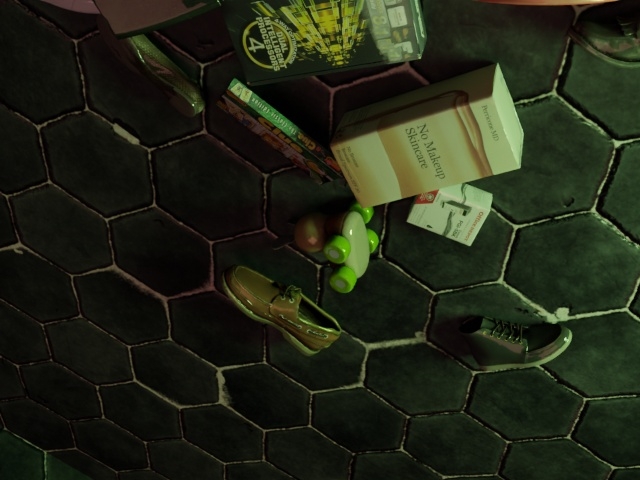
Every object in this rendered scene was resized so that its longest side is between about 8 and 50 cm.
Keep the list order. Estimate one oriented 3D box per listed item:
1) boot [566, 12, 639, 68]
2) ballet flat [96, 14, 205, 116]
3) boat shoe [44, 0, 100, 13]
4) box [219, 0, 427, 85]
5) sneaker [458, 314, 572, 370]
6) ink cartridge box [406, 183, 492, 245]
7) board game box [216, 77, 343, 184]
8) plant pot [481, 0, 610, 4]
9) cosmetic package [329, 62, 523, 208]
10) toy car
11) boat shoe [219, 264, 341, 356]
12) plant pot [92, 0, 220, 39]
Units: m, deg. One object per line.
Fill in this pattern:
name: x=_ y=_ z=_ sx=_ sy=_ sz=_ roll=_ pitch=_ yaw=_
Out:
boot: x=0.517 y=-0.363 z=1.056 sx=0.262 sy=0.091 sz=0.229 roll=12 pitch=125 yaw=3
ballet flat: x=-0.310 y=-0.334 z=1.363 sx=0.250 sy=0.058 sz=0.084 roll=43 pitch=150 yaw=-10
boat shoe: x=-0.439 y=-0.463 z=1.261 sx=0.302 sy=0.109 sz=0.094 roll=13 pitch=129 yaw=11
box: x=-0.027 y=-0.455 z=1.139 sx=0.318 sy=0.097 sz=0.395 roll=-5 pitch=127 yaw=19
sneaker: x=0.406 y=0.203 z=1.541 sx=0.222 sy=0.083 sz=0.118 roll=-23 pitch=117 yaw=33
ink cartridge box: x=0.246 y=-0.062 z=1.395 sx=0.135 sy=0.056 sz=0.099 roll=21 pitch=130 yaw=1
board game box: x=-0.074 y=-0.197 z=1.359 sx=0.259 sy=0.030 sz=0.136 roll=37 pitch=166 yaw=-12
plant pot: x=0.295 y=-0.452 z=0.943 sx=0.274 sy=0.275 sz=0.243 roll=5 pitch=119 yaw=15
cosmetic package: x=0.186 y=-0.176 z=1.273 sx=0.296 sy=0.129 sz=0.153 roll=-15 pitch=121 yaw=27
toy car: x=0.000 y=0.000 z=1.472 sx=0.188 sy=0.155 sz=0.149 roll=8 pitch=130 yaw=25
boat shoe: x=-0.082 y=0.138 z=1.642 sx=0.307 sy=0.111 sz=0.104 roll=37 pitch=126 yaw=-26
plant pot: x=-0.281 y=-0.414 z=1.146 sx=0.167 sy=0.187 sz=0.188 roll=-32 pitch=113 yaw=-1
